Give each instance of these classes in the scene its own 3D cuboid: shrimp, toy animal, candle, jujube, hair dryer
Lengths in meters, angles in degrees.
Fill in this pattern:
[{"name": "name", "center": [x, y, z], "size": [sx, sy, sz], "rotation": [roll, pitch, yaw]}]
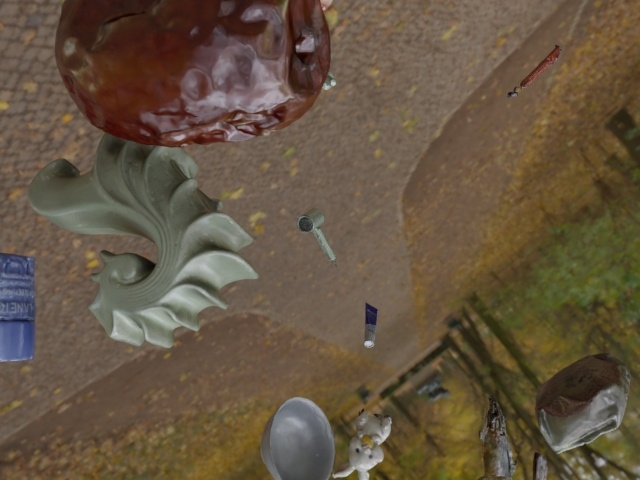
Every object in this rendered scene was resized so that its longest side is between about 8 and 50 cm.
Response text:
[{"name": "shrimp", "center": [0.422, 0.472, 1.731], "size": [0.169, 0.295, 0.058], "rotation": [-9, -169, -25]}, {"name": "toy animal", "center": [0.080, 0.377, 1.449], "size": [0.085, 0.071, 0.124], "rotation": [120, -6, -51]}, {"name": "candle", "center": [0.457, -0.354, 1.690], "size": [0.167, 0.021, 0.026], "rotation": [-44, 135, -15]}, {"name": "jujube", "center": [-0.179, -0.251, 1.050], "size": [0.377, 0.276, 0.276], "rotation": [0, -173, 28]}, {"name": "hair dryer", "center": [0.000, 0.000, 1.541], "size": [0.038, 0.124, 0.063], "rotation": [-25, -175, 26]}]

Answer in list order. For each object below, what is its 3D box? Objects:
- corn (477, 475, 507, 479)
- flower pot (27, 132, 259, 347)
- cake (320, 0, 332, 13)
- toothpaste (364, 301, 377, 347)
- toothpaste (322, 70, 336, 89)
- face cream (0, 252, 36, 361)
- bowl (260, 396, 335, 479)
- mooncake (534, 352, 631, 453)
[{"name": "corn", "center": [0.248, 0.468, 1.263], "size": [0.079, 0.079, 0.237], "rotation": [-22, 130, -53]}, {"name": "flower pot", "center": [-0.280, -0.024, 1.253], "size": [0.254, 0.367, 0.164], "rotation": [-37, 158, 1]}, {"name": "cake", "center": [-0.077, -0.593, 1.424], "size": [0.270, 0.269, 0.319], "rotation": [12, 126, -48]}, {"name": "toothpaste", "center": [0.074, 0.126, 1.196], "size": [0.015, 0.024, 0.083], "rotation": [-48, -161, 33]}, {"name": "toothpaste", "center": [-0.022, -0.319, 1.522], "size": [0.035, 0.197, 0.057], "rotation": [7, 106, -31]}, {"name": "face cream", "center": [-0.710, 0.137, 1.618], "size": [0.249, 0.225, 0.249], "rotation": [-3, 174, 0]}, {"name": "bowl", "center": [-0.062, 0.411, 1.576], "size": [0.086, 0.189, 0.189], "rotation": [-20, -178, 38]}, {"name": "mooncake", "center": [0.350, 0.208, 1.069], "size": [0.130, 0.073, 0.125], "rotation": [-33, -172, 26]}]
